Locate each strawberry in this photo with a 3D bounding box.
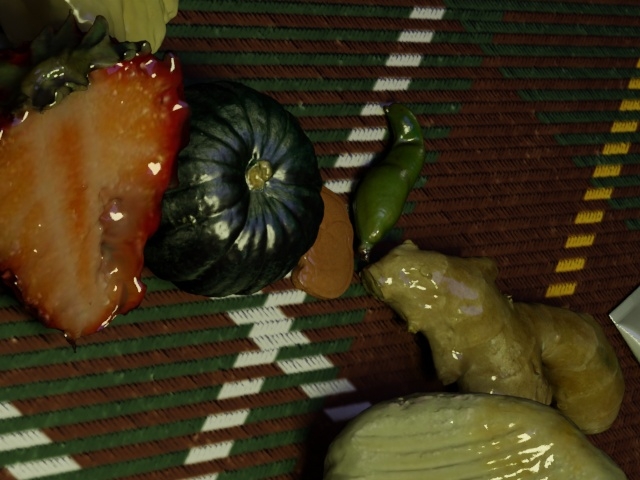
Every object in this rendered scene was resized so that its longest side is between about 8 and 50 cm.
[{"bbox_3d":[-0.237,-0.075,1.790,0.253,0.150,0.280,-47,141,-17],"label":"strawberry"}]

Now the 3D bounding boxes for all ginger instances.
[{"bbox_3d":[0.218,0.128,2.244,0.363,0.122,0.348,-29,109,-36],"label":"ginger"}]

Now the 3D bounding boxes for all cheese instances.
[{"bbox_3d":[-0.229,-0.270,1.896,0.214,0.117,0.226,-50,125,-44],"label":"cheese"}]

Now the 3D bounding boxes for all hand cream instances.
[{"bbox_3d":[0.475,0.167,2.536,0.248,0.083,0.133,57,43,-6],"label":"hand cream"}]

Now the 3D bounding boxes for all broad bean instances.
[{"bbox_3d":[0.077,-0.066,2.200,0.070,0.048,0.214,33,52,-23],"label":"broad bean"}]

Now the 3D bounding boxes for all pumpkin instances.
[{"bbox_3d":[-0.101,-0.050,1.934,0.220,0.162,0.221,8,75,-33],"label":"pumpkin"}]

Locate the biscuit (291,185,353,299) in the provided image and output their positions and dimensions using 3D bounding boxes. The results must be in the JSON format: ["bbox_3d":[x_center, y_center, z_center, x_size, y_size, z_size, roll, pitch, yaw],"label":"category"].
[{"bbox_3d":[0.000,0.000,2.125,0.102,0.019,0.131,5,75,-46],"label":"biscuit"}]

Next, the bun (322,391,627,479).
[{"bbox_3d":[0.154,0.337,1.995,0.219,0.365,0.365,63,29,-69],"label":"bun"}]
